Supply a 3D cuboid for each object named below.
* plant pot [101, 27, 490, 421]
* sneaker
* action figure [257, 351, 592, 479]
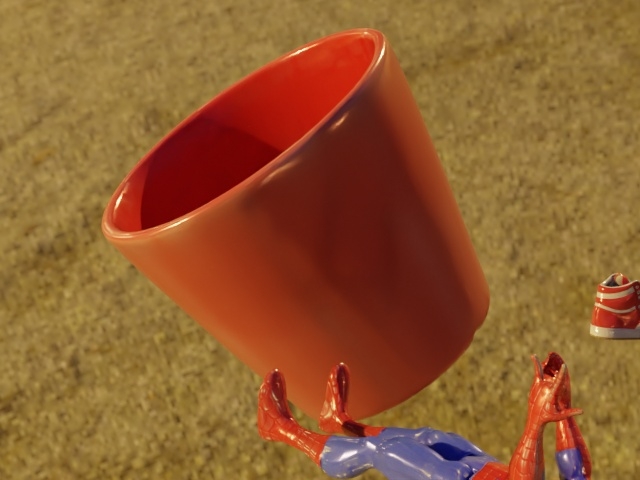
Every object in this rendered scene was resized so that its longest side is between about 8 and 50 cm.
[{"bbox_3d":[0.000,0.000,1.106,0.275,0.243,0.275,-31,21,13],"label":"plant pot"},{"bbox_3d":[0.334,0.066,1.374,0.118,0.067,0.042,-1,9,-21],"label":"sneaker"},{"bbox_3d":[0.084,0.101,0.760,0.091,0.139,0.280,-3,18,-42],"label":"action figure"}]
